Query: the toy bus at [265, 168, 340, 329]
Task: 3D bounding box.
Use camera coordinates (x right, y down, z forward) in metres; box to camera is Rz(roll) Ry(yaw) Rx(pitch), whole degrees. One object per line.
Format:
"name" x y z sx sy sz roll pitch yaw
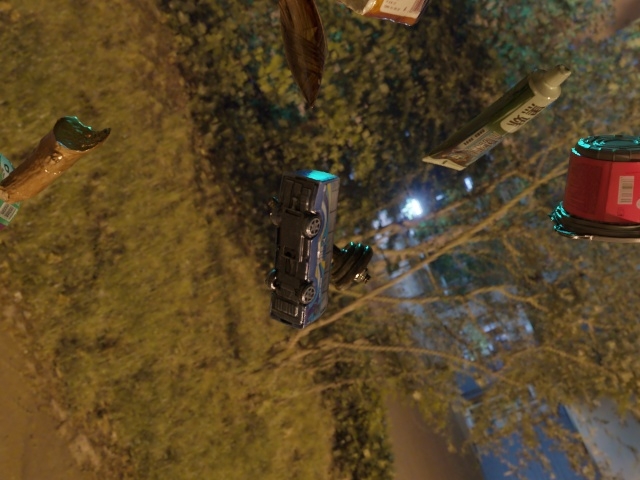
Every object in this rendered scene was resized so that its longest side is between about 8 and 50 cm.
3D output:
"toy bus" -0.022 0.012 1.149 0.094 0.079 0.236 -18 120 -49

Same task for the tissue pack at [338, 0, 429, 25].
"tissue pack" 0.138 -0.473 1.310 0.092 0.183 0.226 36 25 21

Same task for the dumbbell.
"dumbbell" 0.000 0.000 1.497 0.254 0.110 0.110 40 13 -6

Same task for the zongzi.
"zongzi" -0.035 -0.373 1.408 0.187 0.084 0.184 73 11 -48

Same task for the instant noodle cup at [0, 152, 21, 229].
"instant noodle cup" -0.763 -0.122 1.593 0.190 0.251 0.251 60 9 -70

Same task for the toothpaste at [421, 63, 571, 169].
"toothpaste" 0.324 -0.217 1.399 0.392 0.098 0.061 139 -42 -60

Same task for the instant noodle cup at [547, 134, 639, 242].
"instant noodle cup" 0.621 -0.119 1.580 0.258 0.302 0.182 18 -63 44

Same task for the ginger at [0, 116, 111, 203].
"ginger" -0.265 -0.082 0.744 0.044 0.137 0.057 37 30 -39
